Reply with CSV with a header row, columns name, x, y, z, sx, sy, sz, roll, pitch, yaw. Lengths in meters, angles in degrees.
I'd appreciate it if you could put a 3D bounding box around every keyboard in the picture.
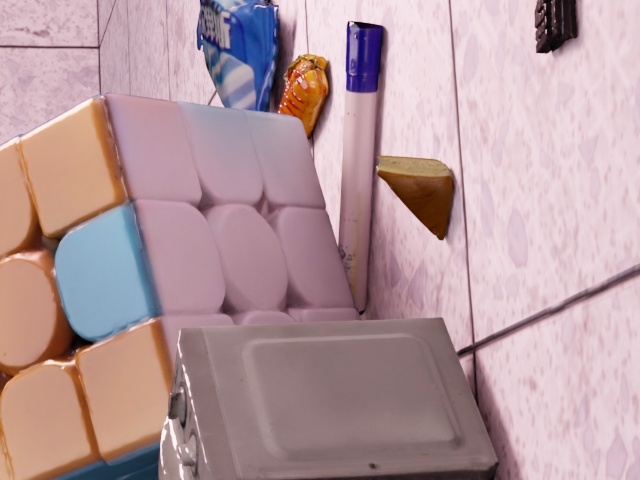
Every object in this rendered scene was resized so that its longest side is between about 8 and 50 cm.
name,x,y,z,sx,sy,sz,roll,pitch,yaw
keyboard,0.144,-0.219,1.191,0.060,0.018,0.195,140,128,-77

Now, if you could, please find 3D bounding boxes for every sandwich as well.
name,x,y,z,sx,sy,sz,roll,pitch,yaw
sandwich,0.082,-0.042,1.428,0.083,0.044,0.031,47,-163,-31

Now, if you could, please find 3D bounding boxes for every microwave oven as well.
name,x,y,z,sx,sy,sz,roll,pitch,yaw
microwave oven,-0.007,0.225,1.380,0.181,0.237,0.295,-108,22,-49

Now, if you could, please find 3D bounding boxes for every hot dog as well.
name,x,y,z,sx,sy,sz,roll,pitch,yaw
hot dog,-0.021,-0.142,1.877,0.144,0.038,0.062,118,149,-65

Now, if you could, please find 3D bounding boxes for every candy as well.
name,x,y,z,sx,sy,sz,roll,pitch,yaw
candy,-0.100,-0.244,2.142,0.331,0.077,0.187,-116,26,-57

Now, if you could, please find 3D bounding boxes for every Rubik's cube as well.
name,x,y,z,sx,sy,sz,roll,pitch,yaw
Rubik's cube,-0.166,0.062,1.616,0.292,0.290,0.291,-24,76,31

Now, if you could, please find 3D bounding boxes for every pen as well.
name,x,y,z,sx,sy,sz,roll,pitch,yaw
pen,0.033,-0.062,1.655,0.033,0.033,0.269,-130,40,-70
